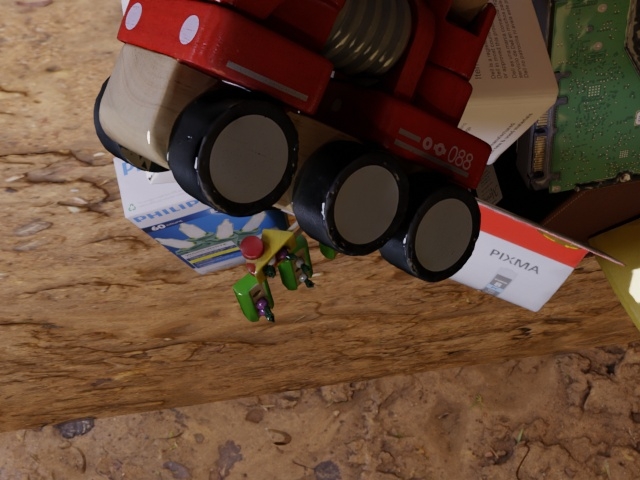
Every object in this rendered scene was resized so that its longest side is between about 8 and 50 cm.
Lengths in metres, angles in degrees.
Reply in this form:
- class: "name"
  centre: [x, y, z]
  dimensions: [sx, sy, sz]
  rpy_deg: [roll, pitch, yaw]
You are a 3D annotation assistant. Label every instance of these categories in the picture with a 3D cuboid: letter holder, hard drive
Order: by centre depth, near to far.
- class: "hard drive"
  centre: [0.358, -0.173, 0.924]
  dimensions: [0.339, 0.064, 0.236]
  rpy_deg: [-11, 131, -5]
- class: "letter holder"
  centre: [0.315, -0.084, 1.191]
  dimensions: [0.215, 0.152, 0.302]
  rpy_deg: [-8, 162, -17]

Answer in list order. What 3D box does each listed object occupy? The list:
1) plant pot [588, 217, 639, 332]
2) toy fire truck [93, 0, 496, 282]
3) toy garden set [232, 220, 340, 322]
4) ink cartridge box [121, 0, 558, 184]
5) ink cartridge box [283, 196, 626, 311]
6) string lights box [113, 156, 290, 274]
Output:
- class: "plant pot"
  centre: [0.492, 0.056, 1.204]
  dimensions: [0.212, 0.187, 0.212]
  rpy_deg: [-26, 159, 35]
- class: "toy fire truck"
  centre: [0.032, -0.118, 0.518]
  dimensions: [0.217, 0.246, 0.158]
  rpy_deg: [19, -175, -40]
- class: "toy garden set"
  centre: [0.000, 0.000, 1.222]
  dimensions: [0.244, 0.049, 0.204]
  rpy_deg: [-39, 160, -12]
- class: "ink cartridge box"
  centre: [0.003, -0.157, 0.696]
  dimensions: [0.273, 0.198, 0.115]
  rpy_deg: [-5, 161, -19]
- class: "ink cartridge box"
  centre: [0.087, -0.016, 0.929]
  dimensions: [0.308, 0.091, 0.385]
  rpy_deg: [22, -175, 1]
- class: "string lights box"
  centre: [-0.128, -0.041, 1.153]
  dimensions: [0.133, 0.076, 0.259]
  rpy_deg: [-17, 162, 7]
